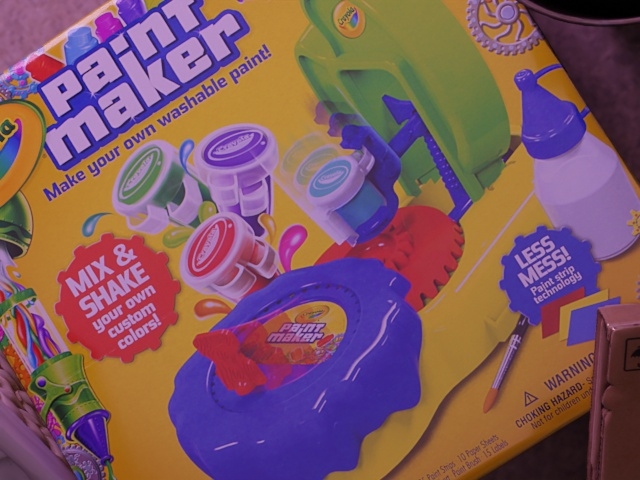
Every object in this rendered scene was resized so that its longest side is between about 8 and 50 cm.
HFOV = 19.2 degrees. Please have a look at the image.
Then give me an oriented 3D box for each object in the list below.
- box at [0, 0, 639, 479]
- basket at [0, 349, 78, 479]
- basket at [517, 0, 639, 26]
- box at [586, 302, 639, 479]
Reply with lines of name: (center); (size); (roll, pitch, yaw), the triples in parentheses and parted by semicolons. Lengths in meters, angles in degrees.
box: (0.000, 0.000, 0.934); (0.290, 0.177, 0.279); (-33, 83, 7)
basket: (-0.190, 0.089, 0.903); (0.113, 0.103, 0.167); (-31, 123, 14)
basket: (0.162, -0.179, 0.882); (0.154, 0.227, 0.204); (39, 96, 8)
box: (0.217, 0.096, 0.842); (0.201, 0.021, 0.164); (-5, 118, -8)
